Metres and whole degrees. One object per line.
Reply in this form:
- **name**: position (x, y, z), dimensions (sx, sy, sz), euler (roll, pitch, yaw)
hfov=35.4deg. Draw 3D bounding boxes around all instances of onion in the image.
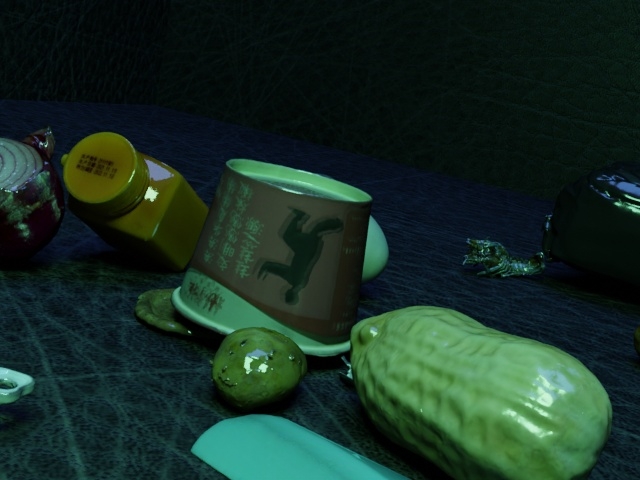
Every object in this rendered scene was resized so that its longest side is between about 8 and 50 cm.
- **onion**: position (-0.414, -0.068, 1.327), dimensions (0.195, 0.140, 0.218), euler (4, 37, 23)

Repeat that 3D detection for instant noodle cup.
- **instant noodle cup**: position (-0.044, 0.013, 1.185), dimensions (0.234, 0.179, 0.235), euler (14, 11, -3)

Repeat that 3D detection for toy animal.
- **toy animal**: position (0.048, 0.143, 1.120), dimensions (0.050, 0.028, 0.084), euler (4, 11, 13)

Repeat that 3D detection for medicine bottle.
- **medicine bottle**: position (-0.259, -0.055, 1.380), dimensions (0.149, 0.112, 0.222), euler (20, -15, 19)

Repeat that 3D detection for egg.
- **egg**: position (0.000, 0.000, 1.481), dimensions (0.209, 0.151, 0.151), euler (22, 14, 12)

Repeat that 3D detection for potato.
- **potato**: position (-0.061, 0.124, 1.012), dimensions (0.091, 0.070, 0.138), euler (13, 11, 7)

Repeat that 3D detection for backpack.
- **backpack**: position (0.625, -0.018, 1.885), dimensions (0.363, 0.255, 0.445), euler (22, 21, 22)

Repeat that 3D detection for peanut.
- **peanut**: position (0.134, 0.145, 0.921), dimensions (0.152, 0.152, 0.313), euler (2, 8, -36)

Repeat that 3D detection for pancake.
- **pancake**: position (-0.135, 0.090, 1.237), dimensions (0.199, 0.021, 0.199), euler (10, 10, -2)

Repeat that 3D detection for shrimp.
- **shrimp**: position (0.324, 0.044, 1.823), dimensions (0.174, 0.082, 0.076), euler (13, -35, -24)

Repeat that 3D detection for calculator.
- **calculator**: position (0.112, 0.209, 0.586), dimensions (0.386, 0.054, 0.256), euler (25, -8, 38)

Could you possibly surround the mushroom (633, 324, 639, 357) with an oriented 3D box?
- **mushroom**: position (0.498, 0.143, 1.383), dimensions (0.127, 0.087, 0.127), euler (10, 16, -3)

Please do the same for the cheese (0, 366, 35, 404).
- **cheese**: position (-0.367, 0.093, 0.883), dimensions (0.248, 0.071, 0.163), euler (9, 13, -6)

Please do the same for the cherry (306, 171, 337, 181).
- **cherry**: position (-0.032, -0.041, 1.686), dimensions (0.176, 0.140, 0.176), euler (-9, 25, 4)
